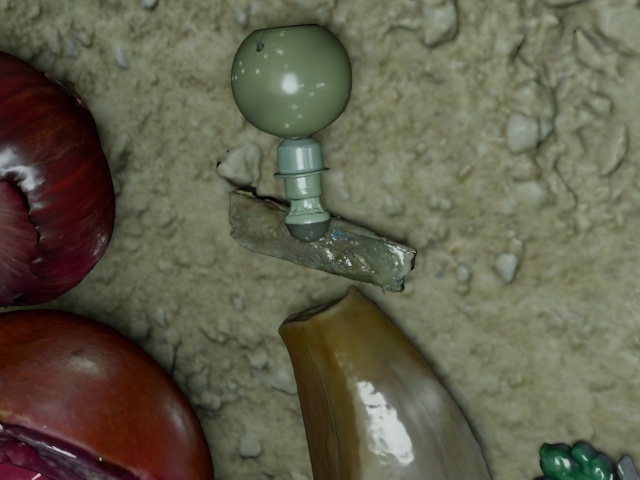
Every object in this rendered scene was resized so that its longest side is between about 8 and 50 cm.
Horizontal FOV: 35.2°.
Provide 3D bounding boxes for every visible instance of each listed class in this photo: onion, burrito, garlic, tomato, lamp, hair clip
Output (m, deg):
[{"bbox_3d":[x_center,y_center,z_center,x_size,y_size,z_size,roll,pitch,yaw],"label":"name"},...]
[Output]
[{"bbox_3d":[-0.271,-0.053,0.850,0.248,0.161,0.248,14,110,44],"label":"onion"},{"bbox_3d":[-0.001,0.001,0.807,0.171,0.042,0.051,16,121,22],"label":"burrito"},{"bbox_3d":[0.055,0.191,0.804,0.143,0.112,0.318,-13,94,34],"label":"garlic"},{"bbox_3d":[-0.235,0.182,0.899,0.335,0.176,0.289,-26,123,38],"label":"tomato"},{"bbox_3d":[-0.016,-0.079,0.758,0.091,0.091,0.163,-4,100,26],"label":"lamp"},{"bbox_3d":[0.228,0.242,0.775,0.124,0.052,0.195,-27,85,34],"label":"hair clip"}]
